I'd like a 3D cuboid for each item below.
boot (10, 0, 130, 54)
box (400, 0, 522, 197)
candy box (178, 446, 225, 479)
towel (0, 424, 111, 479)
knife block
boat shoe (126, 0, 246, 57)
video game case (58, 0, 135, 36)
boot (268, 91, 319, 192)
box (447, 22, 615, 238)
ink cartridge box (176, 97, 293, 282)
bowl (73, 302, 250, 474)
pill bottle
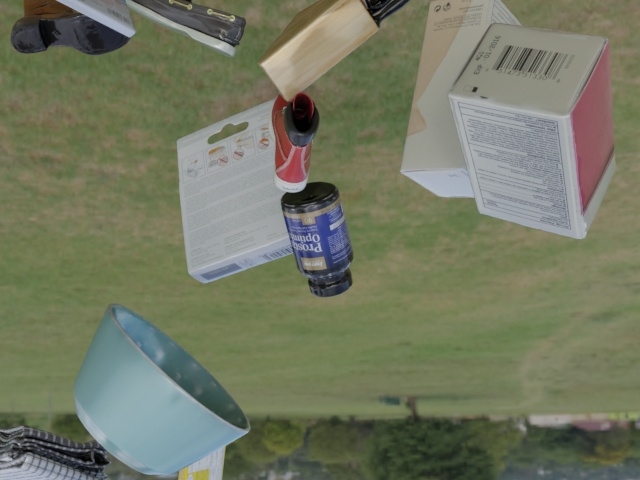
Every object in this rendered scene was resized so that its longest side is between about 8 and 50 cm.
[{"bbox_3d":[-0.569,-0.515,1.895,0.264,0.280,0.096,-11,125,-2],"label":"boot"},{"bbox_3d":[0.242,-0.239,1.374,0.121,0.311,0.148,3,165,38],"label":"box"},{"bbox_3d":[-0.247,0.500,1.668,0.027,0.206,0.105,10,-175,38],"label":"candy box"},{"bbox_3d":[-0.635,0.500,1.866,0.235,0.121,0.283,31,145,-34],"label":"towel"},{"bbox_3d":[0.041,-0.389,1.462,0.242,0.276,0.088,-18,120,41],"label":"knife block"},{"bbox_3d":[-0.230,-0.381,1.365,0.227,0.069,0.081,27,-175,10],"label":"boat shoe"},{"bbox_3d":[-0.343,-0.380,1.182,0.019,0.143,0.157,-31,157,23],"label":"video game case"},{"bbox_3d":[-0.042,-0.234,1.505,0.088,0.244,0.176,4,138,-10],"label":"boot"},{"bbox_3d":[0.265,-0.131,0.997,0.148,0.127,0.232,18,154,31],"label":"box"},{"bbox_3d":[-0.188,-0.121,1.977,0.308,0.385,0.091,-20,152,18],"label":"ink cartridge box"},{"bbox_3d":[-0.282,0.265,1.347,0.311,0.163,0.311,41,176,4],"label":"bowl"},{"bbox_3d":[0.000,0.000,1.676,0.122,0.219,0.123,-12,-156,5],"label":"pill bottle"}]
